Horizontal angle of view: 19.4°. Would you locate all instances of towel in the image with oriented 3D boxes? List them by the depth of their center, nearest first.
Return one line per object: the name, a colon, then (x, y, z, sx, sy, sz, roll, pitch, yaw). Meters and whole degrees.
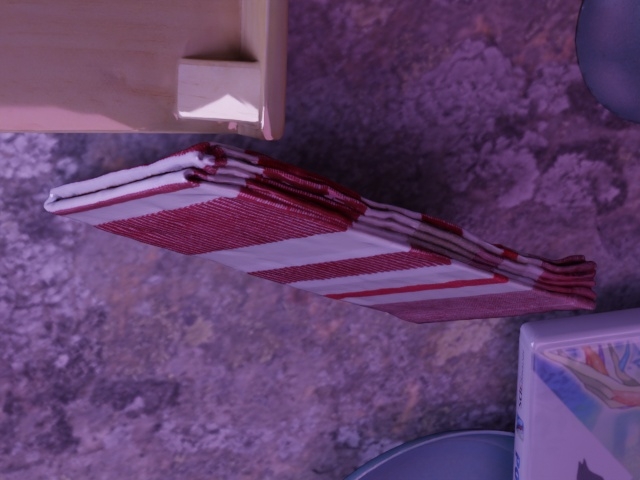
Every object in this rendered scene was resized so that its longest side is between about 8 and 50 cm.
towel: (0.000, 0.000, 1.314, 0.329, 0.237, 0.037, 17, 76, -29)

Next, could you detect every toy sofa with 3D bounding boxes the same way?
toy sofa: (-0.209, -0.142, 1.187, 0.362, 0.177, 0.150, -1, 98, -20)

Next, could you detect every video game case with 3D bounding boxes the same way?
video game case: (0.323, 0.182, 1.584, 0.329, 0.036, 0.300, -7, 120, -10)

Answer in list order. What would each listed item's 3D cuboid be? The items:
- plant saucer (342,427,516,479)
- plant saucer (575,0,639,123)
plant saucer: (0.089, 0.289, 1.610, 0.317, 0.044, 0.317, -13, 122, -21)
plant saucer: (0.289, -0.163, 1.409, 0.195, 0.037, 0.195, -9, 124, -14)
